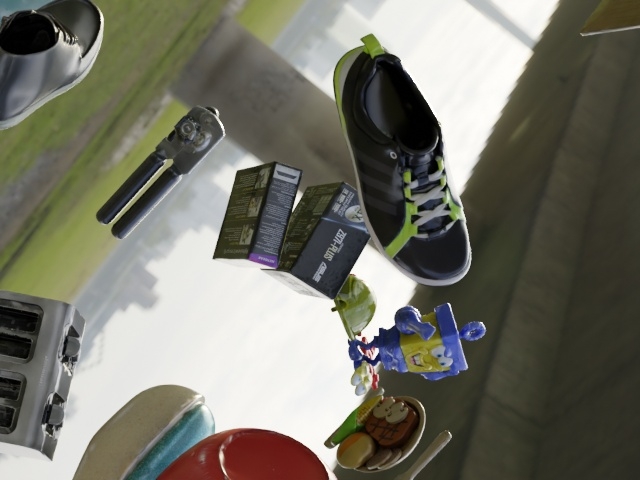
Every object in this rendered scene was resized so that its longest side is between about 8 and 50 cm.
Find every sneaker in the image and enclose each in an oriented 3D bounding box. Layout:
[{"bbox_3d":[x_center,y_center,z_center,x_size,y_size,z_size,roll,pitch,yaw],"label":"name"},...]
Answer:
[{"bbox_3d":[0.071,-0.062,1.025,0.084,0.234,0.097,-26,-169,-10],"label":"sneaker"},{"bbox_3d":[-0.281,-0.214,1.256,0.118,0.083,0.222,-47,-170,46],"label":"sneaker"}]

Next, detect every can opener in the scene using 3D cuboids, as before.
[{"bbox_3d":[-0.278,-0.124,2.108,0.283,0.076,0.095,-45,-176,11],"label":"can opener"}]

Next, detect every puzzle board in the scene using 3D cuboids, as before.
[{"bbox_3d":[0.327,-0.248,1.199,0.096,0.011,0.128,-54,-158,-11],"label":"puzzle board"}]

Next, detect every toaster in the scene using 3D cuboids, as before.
[{"bbox_3d":[-0.358,0.138,1.290,0.110,0.186,0.168,115,-14,-71],"label":"toaster"}]

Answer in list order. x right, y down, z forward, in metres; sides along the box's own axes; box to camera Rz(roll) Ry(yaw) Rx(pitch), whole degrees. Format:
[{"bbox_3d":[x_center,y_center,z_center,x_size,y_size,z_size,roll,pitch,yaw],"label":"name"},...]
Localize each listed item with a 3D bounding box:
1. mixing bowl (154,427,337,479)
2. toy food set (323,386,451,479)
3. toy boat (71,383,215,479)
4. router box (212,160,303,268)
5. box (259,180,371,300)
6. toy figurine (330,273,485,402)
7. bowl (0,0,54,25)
[{"bbox_3d":[-0.049,0.205,0.888,0.181,0.181,0.098,-67,179,-64],"label":"mixing bowl"},{"bbox_3d":[0.078,0.254,1.572,0.132,0.038,0.192,-46,-151,-12],"label":"toy food set"},{"bbox_3d":[-0.219,0.313,1.250,0.318,0.148,0.267,-45,166,-39],"label":"toy boat"},{"bbox_3d":[-0.087,-0.032,1.585,0.179,0.046,0.133,179,-73,-70],"label":"router box"},{"bbox_3d":[0.000,0.000,1.680,0.147,0.077,0.180,-60,-166,-9],"label":"box"},{"bbox_3d":[0.146,0.124,1.869,0.217,0.362,0.191,-9,-132,9],"label":"toy figurine"},{"bbox_3d":[-0.494,-0.333,1.531,0.312,0.163,0.311,-28,-179,0],"label":"bowl"}]
